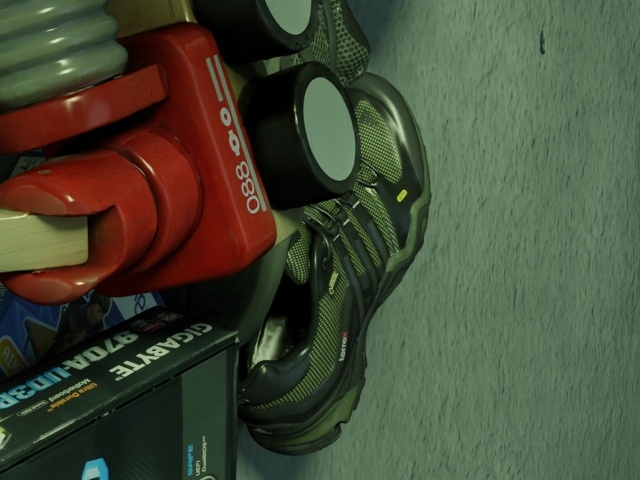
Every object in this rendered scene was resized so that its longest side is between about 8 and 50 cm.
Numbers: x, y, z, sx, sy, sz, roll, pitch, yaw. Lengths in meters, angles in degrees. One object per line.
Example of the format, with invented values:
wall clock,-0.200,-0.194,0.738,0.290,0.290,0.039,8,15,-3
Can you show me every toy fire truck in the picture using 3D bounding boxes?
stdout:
toy fire truck,-0.121,-0.067,0.651,0.246,0.158,0.217,-38,114,-61

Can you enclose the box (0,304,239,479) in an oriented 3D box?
box,-0.106,0.157,0.746,0.175,0.051,0.220,-26,126,-50

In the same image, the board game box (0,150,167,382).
board game box,-0.110,0.076,0.813,0.201,0.035,0.136,68,35,-46

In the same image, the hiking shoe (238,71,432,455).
hiking shoe,0.000,0.000,0.986,0.114,0.086,0.227,50,50,-62

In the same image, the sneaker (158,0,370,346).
sneaker,-0.028,-0.056,0.913,0.130,0.087,0.228,7,82,-60
